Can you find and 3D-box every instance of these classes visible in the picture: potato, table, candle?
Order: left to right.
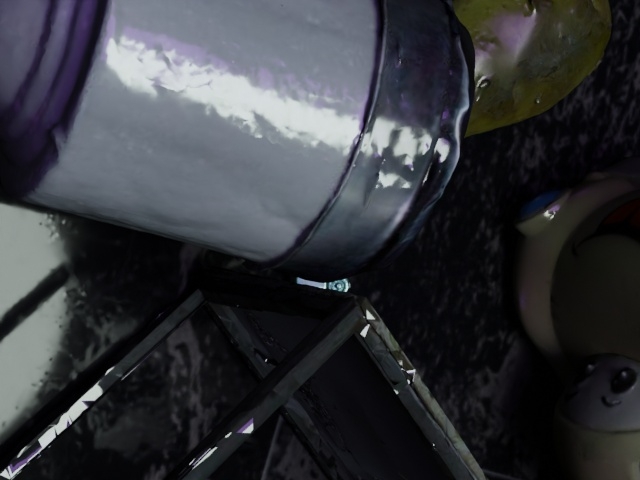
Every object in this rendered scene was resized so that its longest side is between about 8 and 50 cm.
[{"bbox_3d":[-0.086,-0.106,1.181,0.342,0.221,0.221,16,87,-23],"label":"candle"},{"bbox_3d":[-0.033,0.238,1.247,0.272,0.222,0.335,-44,114,-21],"label":"table"},{"bbox_3d":[0.119,-0.133,1.375,0.225,0.090,0.117,-31,116,-17],"label":"potato"}]

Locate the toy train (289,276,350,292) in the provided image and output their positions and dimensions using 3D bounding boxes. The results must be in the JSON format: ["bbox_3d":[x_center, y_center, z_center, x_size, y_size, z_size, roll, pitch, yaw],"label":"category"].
[{"bbox_3d":[0.000,0.000,1.355,0.045,0.029,0.092,1,91,-15],"label":"toy train"}]

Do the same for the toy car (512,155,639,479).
[{"bbox_3d":[0.255,0.127,1.397,0.226,0.242,0.336,-27,111,-27],"label":"toy car"}]
